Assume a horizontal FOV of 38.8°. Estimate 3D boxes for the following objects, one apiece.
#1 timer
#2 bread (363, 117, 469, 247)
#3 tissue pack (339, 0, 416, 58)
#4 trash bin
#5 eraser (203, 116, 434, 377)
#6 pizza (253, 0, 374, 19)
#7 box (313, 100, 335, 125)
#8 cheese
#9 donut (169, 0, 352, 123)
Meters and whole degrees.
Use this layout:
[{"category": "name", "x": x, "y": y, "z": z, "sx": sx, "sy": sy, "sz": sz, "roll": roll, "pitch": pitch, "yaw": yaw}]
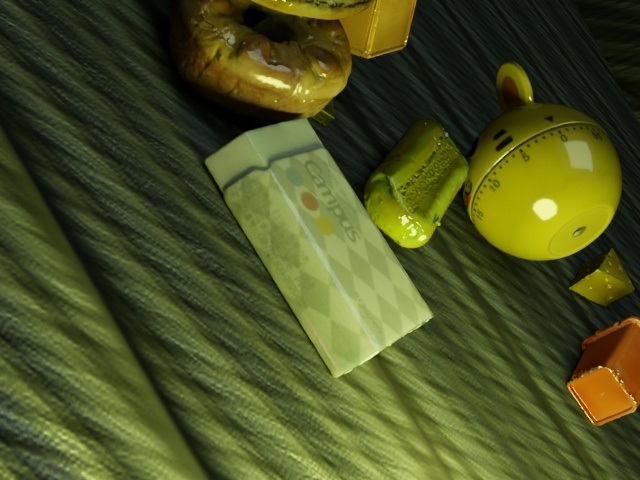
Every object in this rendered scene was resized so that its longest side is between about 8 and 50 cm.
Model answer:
[{"category": "timer", "x": 0.452, "y": -0.153, "z": 1.971, "sx": 0.376, "sy": 0.376, "sz": 0.386, "roll": 15, "pitch": 37, "yaw": -45}, {"category": "bread", "x": 0.181, "y": -0.111, "z": 1.765, "sx": 0.166, "sy": 0.112, "sz": 0.383, "roll": 54, "pitch": 32, "yaw": -9}, {"category": "tissue pack", "x": 0.022, "y": -0.463, "z": 1.743, "sx": 0.275, "sy": 0.145, "sz": 0.194, "roll": 21, "pitch": 27, "yaw": 19}, {"category": "trash bin", "x": 0.649, "y": 0.279, "z": 1.953, "sx": 0.161, "sy": 0.184, "sz": 0.239, "roll": 55, "pitch": 37, "yaw": 3}, {"category": "eraser", "x": 0.001, "y": 0.000, "z": 1.437, "sx": 0.213, "sy": 0.082, "sz": 0.396, "roll": -23, "pitch": 79, "yaw": -52}, {"category": "pizza", "x": -0.054, "y": -0.456, "z": 1.498, "sx": 0.324, "sy": 0.089, "sz": 0.223, "roll": -7, "pitch": 68, "yaw": -44}, {"category": "box", "x": -0.054, "y": -0.309, "z": 1.725, "sx": 0.193, "sy": 0.030, "sz": 0.121, "roll": 28, "pitch": 40, "yaw": -35}, {"category": "cheese", "x": 0.684, "y": 0.091, "z": 2.251, "sx": 0.171, "sy": 0.093, "sz": 0.126, "roll": 2, "pitch": 59, "yaw": -50}, {"category": "donut", "x": -0.103, "y": -0.334, "z": 1.535, "sx": 0.317, "sy": 0.150, "sz": 0.299, "roll": 39, "pitch": 39, "yaw": -6}]
